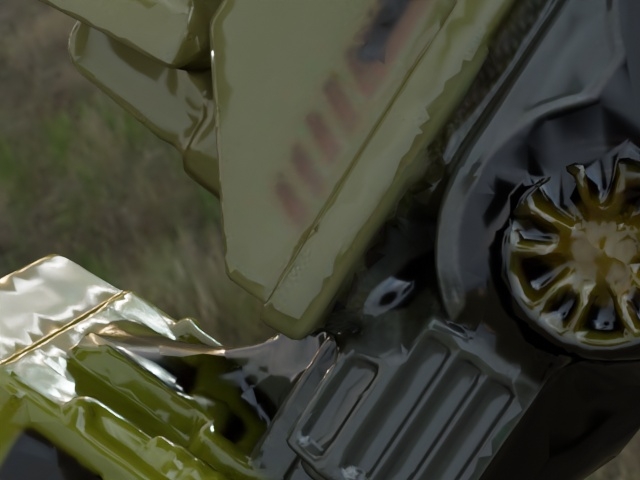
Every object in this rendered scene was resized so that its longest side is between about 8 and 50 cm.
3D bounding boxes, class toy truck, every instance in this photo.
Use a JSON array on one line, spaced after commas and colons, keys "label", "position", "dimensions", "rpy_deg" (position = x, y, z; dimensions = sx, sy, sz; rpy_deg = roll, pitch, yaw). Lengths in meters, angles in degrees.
[{"label": "toy truck", "position": [0.000, 0.000, 0.582], "dimensions": [0.405, 0.254, 0.180], "rpy_deg": [-58, -7, 13]}]
